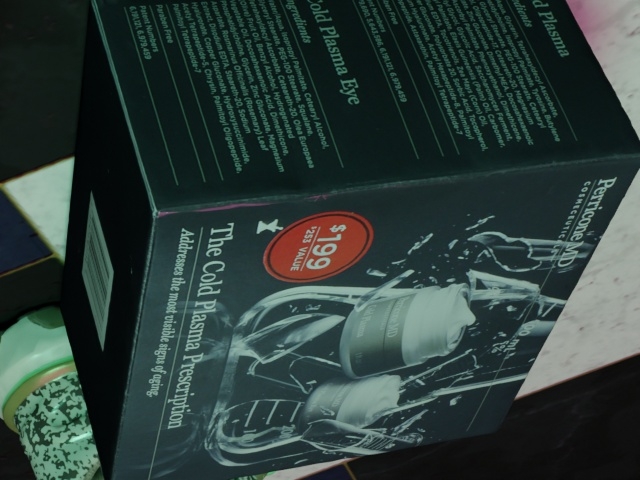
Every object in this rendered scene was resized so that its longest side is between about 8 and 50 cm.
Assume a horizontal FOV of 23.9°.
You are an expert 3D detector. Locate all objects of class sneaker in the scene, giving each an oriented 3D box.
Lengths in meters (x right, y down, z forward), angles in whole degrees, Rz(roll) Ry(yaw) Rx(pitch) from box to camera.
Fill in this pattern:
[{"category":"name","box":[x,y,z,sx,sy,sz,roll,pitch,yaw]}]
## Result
[{"category":"sneaker","box":[-0.062,0.144,1.229,0.410,0.182,0.158,-8,147,-17]}]

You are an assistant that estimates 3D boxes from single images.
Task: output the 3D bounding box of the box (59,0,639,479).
[{"category":"box","box":[0.000,0.000,1.035,0.312,0.179,0.343,-8,145,-19]}]
